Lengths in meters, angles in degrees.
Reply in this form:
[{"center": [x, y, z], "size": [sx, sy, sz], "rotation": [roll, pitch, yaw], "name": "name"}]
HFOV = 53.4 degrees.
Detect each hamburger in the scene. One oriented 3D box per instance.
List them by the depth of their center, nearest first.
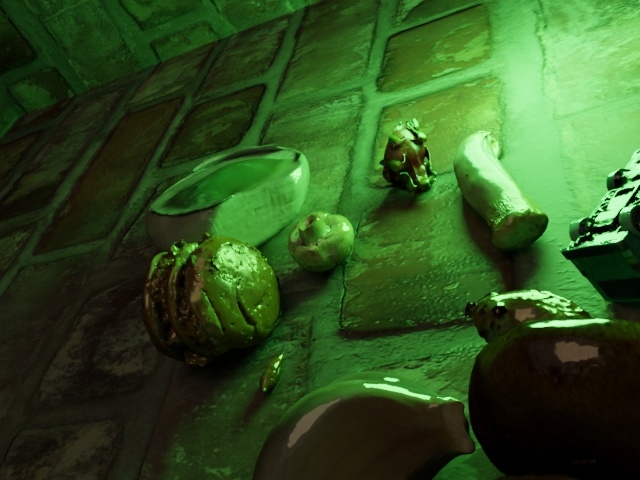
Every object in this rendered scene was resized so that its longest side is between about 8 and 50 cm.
[{"center": [-0.213, 0.107, 1.258], "size": [0.211, 0.245, 0.260], "rotation": [-16, 3, 31], "name": "hamburger"}]

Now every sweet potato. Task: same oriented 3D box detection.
[{"center": [-0.088, 0.245, 1.164], "size": [0.034, 0.034, 0.095], "rotation": [-5, 32, 30], "name": "sweet potato"}]

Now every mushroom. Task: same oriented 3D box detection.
[{"center": [0.320, 0.161, 0.751], "size": [0.346, 0.345, 0.259], "rotation": [-7, 62, 29], "name": "mushroom"}, {"center": [0.336, -0.107, 1.244], "size": [0.123, 0.095, 0.351], "rotation": [-6, 39, 0], "name": "mushroom"}, {"center": [0.000, 0.000, 1.325], "size": [0.148, 0.112, 0.148], "rotation": [-27, 31, 18], "name": "mushroom"}]

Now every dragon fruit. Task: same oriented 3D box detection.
[{"center": [0.196, -0.171, 1.403], "size": [0.175, 0.138, 0.142], "rotation": [53, 125, 25], "name": "dragon fruit"}]

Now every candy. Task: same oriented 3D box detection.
[{"center": [-0.231, -0.080, 1.516], "size": [0.427, 0.186, 0.386], "rotation": [13, 45, 46], "name": "candy"}]

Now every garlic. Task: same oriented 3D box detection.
[{"center": [0.034, 0.333, 0.892], "size": [0.246, 0.231, 0.340], "rotation": [29, 79, 3], "name": "garlic"}]

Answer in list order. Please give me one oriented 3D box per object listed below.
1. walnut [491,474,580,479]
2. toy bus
[{"center": [0.204, 0.367, 0.591], "size": [0.277, 0.252, 0.313], "rotation": [-24, 4, 29], "name": "walnut"}, {"center": [0.507, -0.034, 0.982], "size": [0.256, 0.147, 0.128], "rotation": [-46, 10, -21], "name": "toy bus"}]
